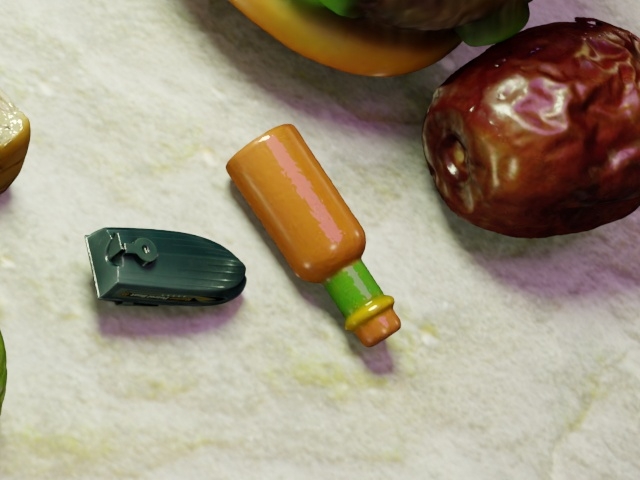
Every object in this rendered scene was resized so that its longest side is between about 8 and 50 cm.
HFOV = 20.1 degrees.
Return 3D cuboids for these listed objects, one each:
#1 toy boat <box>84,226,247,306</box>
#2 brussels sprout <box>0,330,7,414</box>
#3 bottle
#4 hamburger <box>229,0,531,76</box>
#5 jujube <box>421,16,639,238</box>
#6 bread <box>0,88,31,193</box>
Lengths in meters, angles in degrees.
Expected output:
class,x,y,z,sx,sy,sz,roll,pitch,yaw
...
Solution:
class,x,y,z,sx,sy,sz,roll,pitch,yaw
toy boat,-0.109,0.022,1.347,0.141,0.060,0.055,5,59,-40
brussels sprout,-0.281,0.061,1.182,0.181,0.100,0.139,45,38,0
bottle,0.000,0.000,1.427,0.069,0.069,0.187,-28,83,-41
hamburger,0.032,-0.344,1.511,0.395,0.277,0.396,23,50,-30
jujube,0.203,-0.095,1.560,0.243,0.183,0.183,-20,75,-32
bread,-0.255,-0.067,1.294,0.083,0.070,0.077,-33,83,-39
